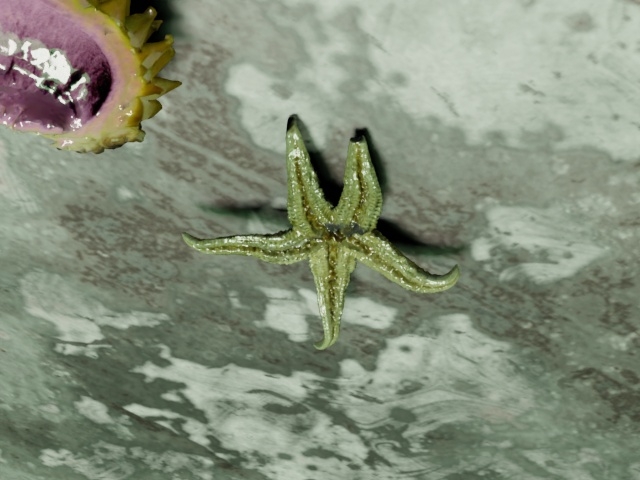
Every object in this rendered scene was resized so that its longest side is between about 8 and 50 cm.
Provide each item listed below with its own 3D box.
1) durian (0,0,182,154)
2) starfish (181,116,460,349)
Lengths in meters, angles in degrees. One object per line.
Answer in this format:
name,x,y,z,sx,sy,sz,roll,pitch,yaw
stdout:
durian,-0.243,-0.169,0.776,0.341,0.112,0.191,14,135,-15
starfish,0.000,-0.001,0.962,0.217,0.050,0.223,2,127,0
